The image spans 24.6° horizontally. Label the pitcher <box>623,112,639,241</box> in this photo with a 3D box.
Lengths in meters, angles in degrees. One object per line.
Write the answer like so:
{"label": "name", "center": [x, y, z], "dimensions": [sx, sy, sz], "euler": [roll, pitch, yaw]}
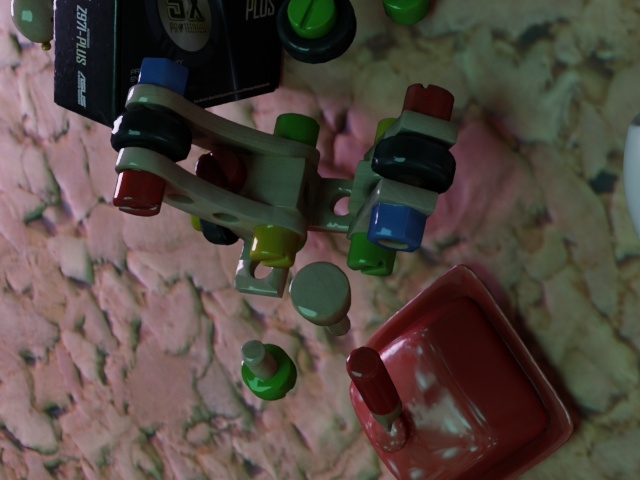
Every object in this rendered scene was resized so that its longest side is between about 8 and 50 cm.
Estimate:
{"label": "pitcher", "center": [0.255, 0.006, 0.922], "dimensions": [0.178, 0.125, 0.207], "euler": [-7, 112, 60]}

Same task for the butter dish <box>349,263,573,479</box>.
{"label": "butter dish", "center": [0.083, 0.127, 1.117], "dimensions": [0.160, 0.118, 0.160], "euler": [57, 134, 11]}

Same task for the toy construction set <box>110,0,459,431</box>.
{"label": "toy construction set", "center": [0.000, 0.000, 1.098], "dimensions": [0.257, 0.237, 0.309], "euler": [-16, 65, 5]}

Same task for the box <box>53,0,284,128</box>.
{"label": "box", "center": [-0.115, -0.181, 1.149], "dimensions": [0.077, 0.180, 0.147], "euler": [24, 119, 37]}

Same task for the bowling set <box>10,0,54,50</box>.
{"label": "bowling set", "center": [-0.195, -0.323, 1.192], "dimensions": [0.200, 0.154, 0.287], "euler": [-32, 83, 45]}
